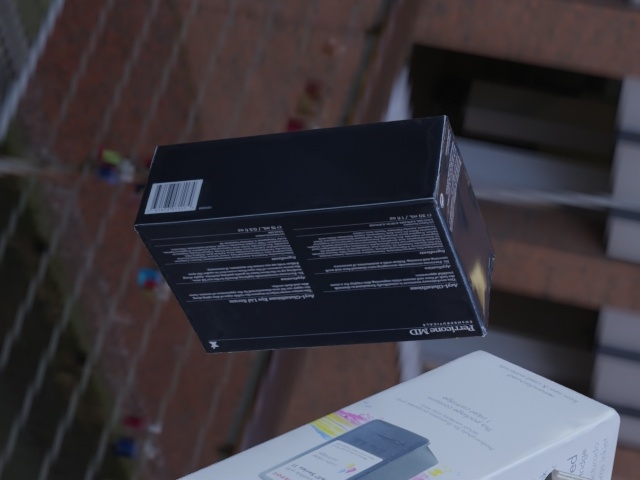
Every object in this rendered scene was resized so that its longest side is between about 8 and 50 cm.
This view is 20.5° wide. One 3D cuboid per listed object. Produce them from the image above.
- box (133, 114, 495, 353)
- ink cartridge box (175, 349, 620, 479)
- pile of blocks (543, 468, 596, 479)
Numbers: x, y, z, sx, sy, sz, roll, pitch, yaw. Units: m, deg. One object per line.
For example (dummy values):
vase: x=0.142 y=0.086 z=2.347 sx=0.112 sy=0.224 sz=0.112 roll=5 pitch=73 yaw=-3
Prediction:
box: x=0.000 y=0.000 z=1.509 sx=0.184 sy=0.261 sz=0.103 roll=67 pitch=25 yaw=-44
ink cartridge box: x=0.012 y=0.218 z=1.025 sx=0.353 sy=0.119 sz=0.207 roll=-19 pitch=123 yaw=-41
pile of blocks: x=0.108 y=0.146 z=0.495 sx=0.362 sy=0.112 sz=0.149 roll=155 pitch=-49 yaw=-78
